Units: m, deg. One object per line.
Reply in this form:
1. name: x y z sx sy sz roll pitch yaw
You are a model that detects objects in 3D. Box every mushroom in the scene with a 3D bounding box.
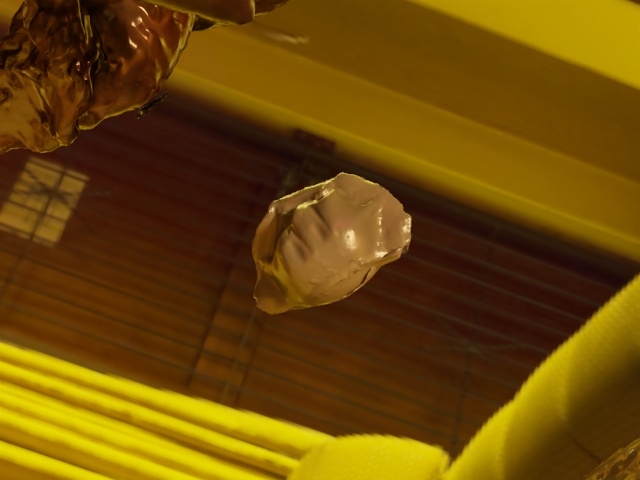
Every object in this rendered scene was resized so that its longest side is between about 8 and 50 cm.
1. mushroom: -0.114 -0.264 0.930 0.331 0.334 0.356 -54 44 38

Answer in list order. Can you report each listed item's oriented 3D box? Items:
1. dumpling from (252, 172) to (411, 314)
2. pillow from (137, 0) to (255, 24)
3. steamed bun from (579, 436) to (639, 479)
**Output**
1. dumpling: 0.000 0.000 1.136 0.188 0.127 0.108 -31 -12 16
2. pillow: -0.148 -0.296 0.639 0.108 0.306 0.307 -104 28 -52
3. steamed bun: 0.177 0.221 0.365 0.374 0.241 0.374 -39 4 3
